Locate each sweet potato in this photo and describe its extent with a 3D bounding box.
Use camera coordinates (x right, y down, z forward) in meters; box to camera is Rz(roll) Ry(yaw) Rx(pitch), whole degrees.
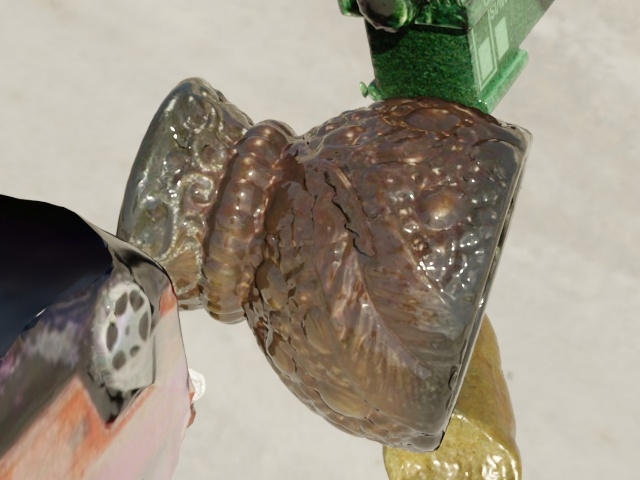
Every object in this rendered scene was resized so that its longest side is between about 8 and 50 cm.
[{"bbox_3d":[0.145,0.167,1.568,0.157,0.158,0.370,4,44,-3],"label":"sweet potato"}]

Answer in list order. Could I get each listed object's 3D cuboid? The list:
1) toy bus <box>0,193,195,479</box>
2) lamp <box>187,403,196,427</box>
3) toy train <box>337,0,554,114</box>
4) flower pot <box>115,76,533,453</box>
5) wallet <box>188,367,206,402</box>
[{"bbox_3d":[-0.153,0.101,0.444,0.127,0.147,0.303,6,31,19],"label":"toy bus"},{"bbox_3d":[-0.277,0.186,1.672,0.223,0.151,0.215,33,74,28],"label":"lamp"},{"bbox_3d":[0.127,-0.240,1.109,0.138,0.178,0.330,11,43,30],"label":"toy train"},{"bbox_3d":[0.000,0.000,1.026,0.267,0.267,0.266,18,41,8],"label":"flower pot"},{"bbox_3d":[-0.128,0.113,1.042,0.061,0.122,0.025,18,72,-11],"label":"wallet"}]
